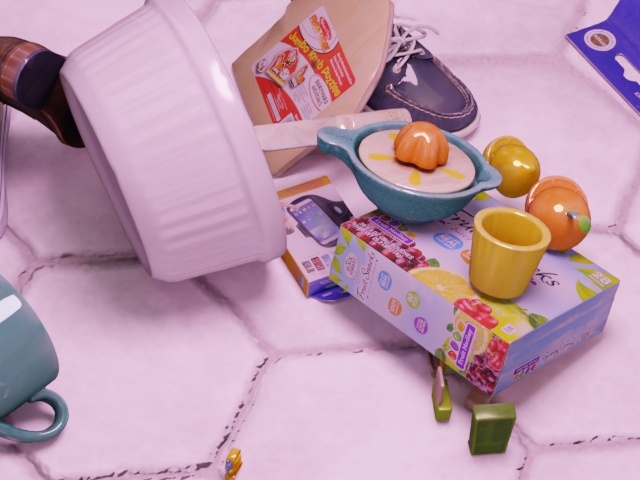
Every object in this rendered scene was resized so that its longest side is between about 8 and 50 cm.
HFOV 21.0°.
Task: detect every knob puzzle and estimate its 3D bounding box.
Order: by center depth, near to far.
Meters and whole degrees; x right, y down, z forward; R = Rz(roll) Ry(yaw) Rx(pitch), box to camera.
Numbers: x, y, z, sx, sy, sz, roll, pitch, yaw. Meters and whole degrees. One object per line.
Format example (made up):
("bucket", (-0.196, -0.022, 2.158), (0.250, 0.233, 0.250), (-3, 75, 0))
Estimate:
("knob puzzle", (0.006, -0.180, 1.776), (0.213, 0.030, 0.213), (-20, 56, 33))

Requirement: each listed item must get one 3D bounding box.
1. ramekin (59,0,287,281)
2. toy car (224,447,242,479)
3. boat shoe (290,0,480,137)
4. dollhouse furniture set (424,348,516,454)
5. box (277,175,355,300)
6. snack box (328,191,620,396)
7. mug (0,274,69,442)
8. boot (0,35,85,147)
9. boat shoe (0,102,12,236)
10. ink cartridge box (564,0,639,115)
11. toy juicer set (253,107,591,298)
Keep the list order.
("ramekin", (-0.142, -0.085, 1.602), (0.127, 0.273, 0.273), (-25, 54, -10))
("toy car", (-0.123, 0.207, 1.483), (0.060, 0.040, 0.122), (31, 54, 22))
("boat shoe", (0.065, -0.197, 1.826), (0.095, 0.079, 0.254), (-34, 59, -29))
("dollhouse furniture set", (0.138, 0.117, 1.568), (0.076, 0.059, 0.152), (-2, 49, -6))
("box", (0.000, 0.000, 1.684), (0.081, 0.028, 0.136), (-19, 51, -20))
("snack box", (0.142, 0.036, 1.599), (0.207, 0.070, 0.174), (37, 40, 30))
("mug", (-0.298, 0.105, 1.503), (0.157, 0.129, 0.097), (37, 58, 26))
("boot", (-0.283, -0.159, 1.691), (0.106, 0.219, 0.082), (28, 84, 19))
("boat shoe", (-0.360, -0.126, 1.726), (0.109, 0.094, 0.302), (-9, 50, -12))
("ink cartridge box", (0.474, -0.250, 1.916), (0.371, 0.069, 0.176), (-23, 54, -19))
("toy juicer set", (0.111, -0.080, 1.617), (0.329, 0.089, 0.209), (31, 37, 28))
